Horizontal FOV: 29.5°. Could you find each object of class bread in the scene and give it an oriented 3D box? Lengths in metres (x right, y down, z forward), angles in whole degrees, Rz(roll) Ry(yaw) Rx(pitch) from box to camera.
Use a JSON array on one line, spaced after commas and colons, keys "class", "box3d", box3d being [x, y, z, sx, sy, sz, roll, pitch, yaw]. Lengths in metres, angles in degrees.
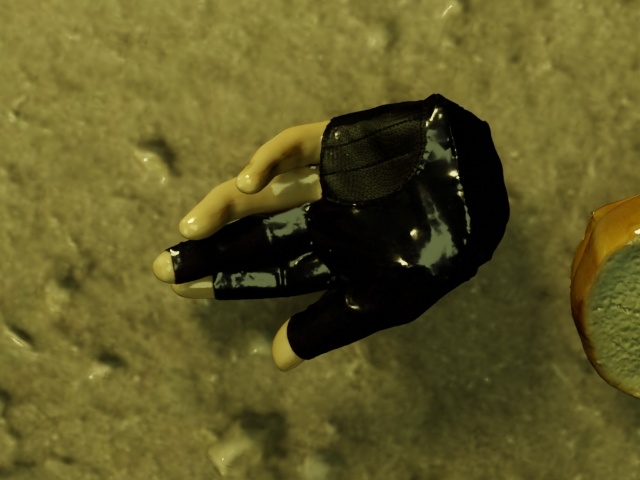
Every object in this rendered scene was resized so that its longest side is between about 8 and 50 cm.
[{"class": "bread", "box3d": [0.320, 0.043, 1.008, 0.236, 0.070, 0.236, 1, 129, 1]}]

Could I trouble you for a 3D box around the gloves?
[{"class": "gloves", "box3d": [0.007, -0.001, 0.996, 0.301, 0.152, 0.197, -14, 85, 12]}]
